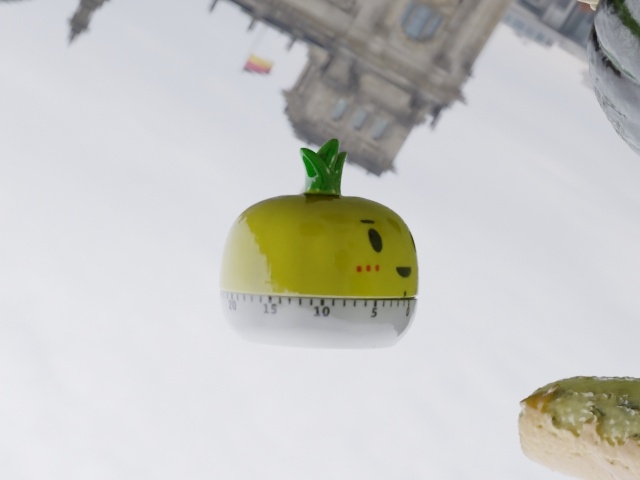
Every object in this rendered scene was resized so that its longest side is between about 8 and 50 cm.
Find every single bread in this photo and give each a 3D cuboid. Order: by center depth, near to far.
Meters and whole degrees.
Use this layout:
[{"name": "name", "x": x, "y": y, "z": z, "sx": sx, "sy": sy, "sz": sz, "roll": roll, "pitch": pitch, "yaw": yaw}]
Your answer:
[{"name": "bread", "x": 0.490, "y": 0.291, "z": 1.795, "sx": 0.237, "sy": 0.165, "sz": 0.375, "roll": 1, "pitch": -176, "yaw": -35}]

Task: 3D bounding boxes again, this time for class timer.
[{"name": "timer", "x": 0.000, "y": 0.000, "z": 1.586, "sx": 0.285, "sy": 0.285, "sz": 0.285, "roll": 28, "pitch": -163, "yaw": -9}]

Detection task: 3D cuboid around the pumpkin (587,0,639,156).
[{"name": "pumpkin", "x": 0.309, "y": -0.145, "z": 0.913, "sx": 0.220, "sy": 0.220, "sz": 0.162, "roll": 16, "pitch": -136, "yaw": -39}]

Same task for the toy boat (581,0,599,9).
[{"name": "toy boat", "x": 0.446, "y": -0.352, "z": 1.532, "sx": 0.310, "sy": 0.089, "sz": 0.115, "roll": 8, "pitch": 156, "yaw": 42}]
